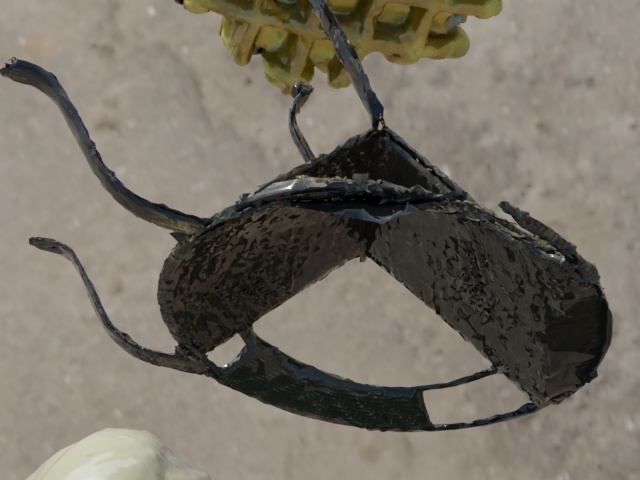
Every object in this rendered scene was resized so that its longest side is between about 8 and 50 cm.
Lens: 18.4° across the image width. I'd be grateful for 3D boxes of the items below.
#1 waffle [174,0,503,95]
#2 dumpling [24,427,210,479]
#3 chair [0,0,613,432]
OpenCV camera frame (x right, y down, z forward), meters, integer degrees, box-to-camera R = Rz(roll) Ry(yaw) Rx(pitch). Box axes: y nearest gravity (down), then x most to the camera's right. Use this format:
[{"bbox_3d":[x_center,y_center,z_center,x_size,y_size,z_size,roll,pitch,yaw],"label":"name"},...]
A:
[{"bbox_3d":[0.015,-0.251,1.447,0.329,0.329,0.062,-18,35,5],"label":"waffle"},{"bbox_3d":[-0.194,0.226,1.414,0.243,0.318,0.187,1,76,-1],"label":"dumpling"},{"bbox_3d":[0.000,0.000,0.783,0.149,0.174,0.213,-34,63,-23],"label":"chair"}]
